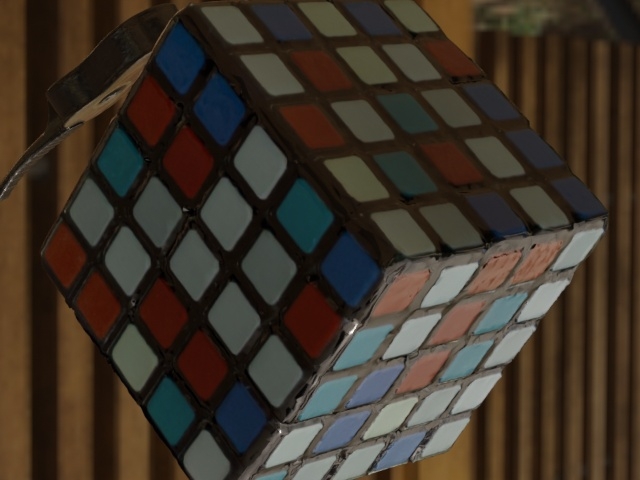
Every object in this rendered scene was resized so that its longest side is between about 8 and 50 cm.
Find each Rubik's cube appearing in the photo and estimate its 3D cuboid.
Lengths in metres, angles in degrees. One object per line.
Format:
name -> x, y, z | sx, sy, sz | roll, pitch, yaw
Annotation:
Rubik's cube -> 0.000, 0.000, 0.918 | 0.182, 0.187, 0.184 | -8, -131, -47

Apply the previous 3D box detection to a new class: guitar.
guitar -> -0.201, -0.084, 1.371 | 0.271, 0.038, 0.084 | -39, 174, 24
